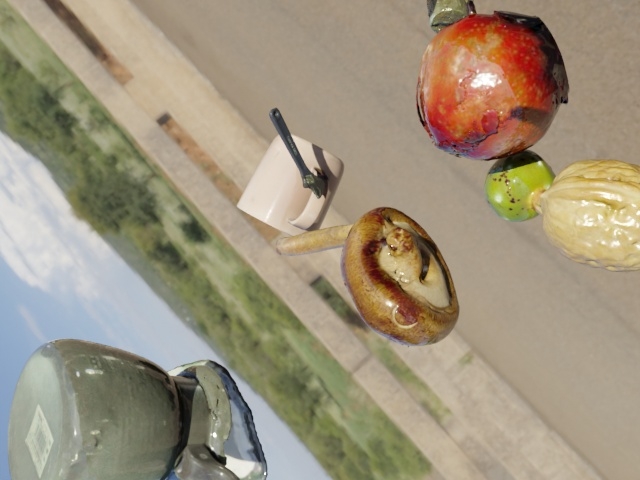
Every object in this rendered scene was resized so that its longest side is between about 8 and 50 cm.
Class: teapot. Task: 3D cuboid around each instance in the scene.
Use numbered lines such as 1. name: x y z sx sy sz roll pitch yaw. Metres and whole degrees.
1. teapot: -0.221 0.248 1.107 0.285 0.224 0.305 10 171 -40

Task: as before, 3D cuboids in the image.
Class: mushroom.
1. mushroom: 0.118 0.065 1.318 0.194 0.138 0.232 40 -149 -48

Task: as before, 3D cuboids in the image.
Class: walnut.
1. walnut: 0.391 -0.037 1.163 0.184 0.156 0.155 12 160 12

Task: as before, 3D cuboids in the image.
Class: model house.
1. model house: -0.255 0.377 1.672 0.272 0.190 0.301 65 158 0

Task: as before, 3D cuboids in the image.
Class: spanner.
1. spanner: -0.046 -0.171 1.683 0.012 0.046 0.209 -4 123 46

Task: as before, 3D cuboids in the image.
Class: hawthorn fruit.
1. hawthorn fruit: 0.343 -0.303 1.674 0.316 0.316 0.316 49 171 10

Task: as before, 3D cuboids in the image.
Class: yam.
1. yam: 0.285 -0.533 1.900 0.107 0.107 0.183 58 -152 -42
2. yam: 0.000 0.000 1.684 0.263 0.046 0.046 -10 122 50

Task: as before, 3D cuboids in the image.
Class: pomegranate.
1. pomegranate: 0.443 -0.109 1.824 0.205 0.159 0.159 49 173 49

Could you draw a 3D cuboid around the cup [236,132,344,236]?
1. cup: -0.048 -0.115 1.871 0.191 0.201 0.253 26 -177 -24
